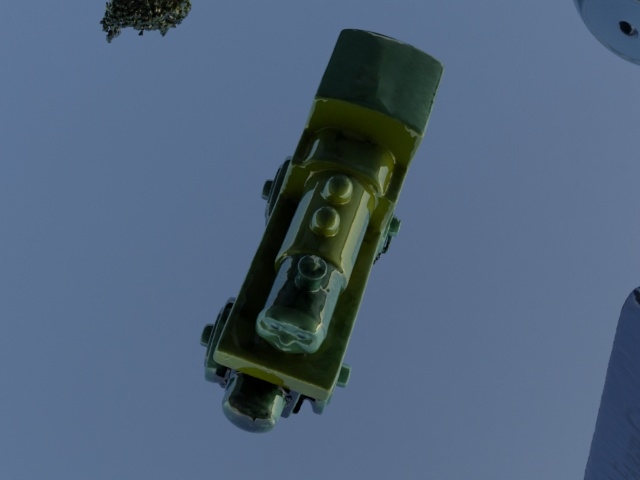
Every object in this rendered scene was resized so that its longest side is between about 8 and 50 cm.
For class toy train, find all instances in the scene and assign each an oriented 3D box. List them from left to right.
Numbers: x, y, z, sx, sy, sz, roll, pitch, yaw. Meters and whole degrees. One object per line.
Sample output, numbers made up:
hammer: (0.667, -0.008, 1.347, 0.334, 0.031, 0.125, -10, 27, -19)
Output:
toy train: (0.000, 0.000, 1.000, 0.150, 0.237, 0.369, 20, -128, 0)

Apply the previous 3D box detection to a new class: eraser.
eraser: (0.161, 0.095, 0.463, 0.036, 0.225, 0.082, -34, -121, -14)

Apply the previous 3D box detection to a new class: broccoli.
broccoli: (-0.154, -0.227, 0.963, 0.095, 0.092, 0.097, 2, -96, -22)

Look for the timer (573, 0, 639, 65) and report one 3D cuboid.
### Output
timer: (0.269, -0.247, 0.764, 0.175, 0.175, 0.255, 14, -101, 5)
